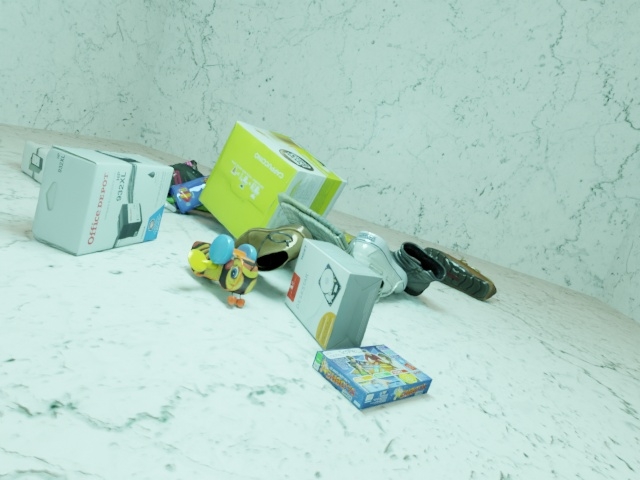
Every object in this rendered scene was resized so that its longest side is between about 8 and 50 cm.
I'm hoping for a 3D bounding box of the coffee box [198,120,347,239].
[{"bbox_3d":[-0.175,-0.187,1.559,0.338,0.338,0.334,42,21,26],"label":"coffee box"}]

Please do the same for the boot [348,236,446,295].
[{"bbox_3d":[0.262,0.053,1.467,0.338,0.118,0.222,29,-24,6],"label":"boot"}]

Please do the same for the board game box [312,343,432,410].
[{"bbox_3d":[0.102,0.253,0.805,0.201,0.035,0.136,8,14,-42],"label":"board game box"}]

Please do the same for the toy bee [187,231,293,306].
[{"bbox_3d":[-0.215,0.069,0.973,0.195,0.162,0.298,19,-20,-28],"label":"toy bee"}]

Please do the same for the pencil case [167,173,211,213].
[{"bbox_3d":[-0.450,-0.201,1.691,0.306,0.119,0.133,-22,-12,-24],"label":"pencil case"}]

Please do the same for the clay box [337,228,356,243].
[{"bbox_3d":[0.121,-0.005,2.089,0.222,0.053,0.128,27,14,36],"label":"clay box"}]

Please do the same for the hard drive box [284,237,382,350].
[{"bbox_3d":[0.021,0.119,0.964,0.089,0.181,0.232,10,12,-29],"label":"hard drive box"}]

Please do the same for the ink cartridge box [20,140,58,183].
[{"bbox_3d":[-0.911,-0.257,1.512,0.273,0.114,0.198,25,12,32],"label":"ink cartridge box"}]

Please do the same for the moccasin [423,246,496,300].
[{"bbox_3d":[0.632,0.144,1.940,0.380,0.139,0.147,26,13,37],"label":"moccasin"}]

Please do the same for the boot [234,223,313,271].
[{"bbox_3d":[-0.166,0.034,1.124,0.305,0.112,0.115,-14,23,42],"label":"boot"}]

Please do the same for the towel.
[{"bbox_3d":[0.004,0.029,1.240,0.324,0.056,0.312,37,-19,45],"label":"towel"}]

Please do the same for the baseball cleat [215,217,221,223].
[{"bbox_3d":[-0.337,-0.078,1.707,0.206,0.072,0.109,29,6,6],"label":"baseball cleat"}]

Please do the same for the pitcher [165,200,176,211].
[{"bbox_3d":[-0.608,-0.157,1.537,0.178,0.125,0.207,30,-5,-19],"label":"pitcher"}]

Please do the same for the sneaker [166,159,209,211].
[{"bbox_3d":[-0.607,-0.256,1.768,0.483,0.202,0.185,10,13,-38],"label":"sneaker"}]

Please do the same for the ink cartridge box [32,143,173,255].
[{"bbox_3d":[-0.534,-0.105,1.068,0.129,0.223,0.307,20,11,9],"label":"ink cartridge box"}]

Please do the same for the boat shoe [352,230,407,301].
[{"bbox_3d":[0.177,0.124,1.339,0.136,0.156,0.367,19,-19,29],"label":"boat shoe"}]
